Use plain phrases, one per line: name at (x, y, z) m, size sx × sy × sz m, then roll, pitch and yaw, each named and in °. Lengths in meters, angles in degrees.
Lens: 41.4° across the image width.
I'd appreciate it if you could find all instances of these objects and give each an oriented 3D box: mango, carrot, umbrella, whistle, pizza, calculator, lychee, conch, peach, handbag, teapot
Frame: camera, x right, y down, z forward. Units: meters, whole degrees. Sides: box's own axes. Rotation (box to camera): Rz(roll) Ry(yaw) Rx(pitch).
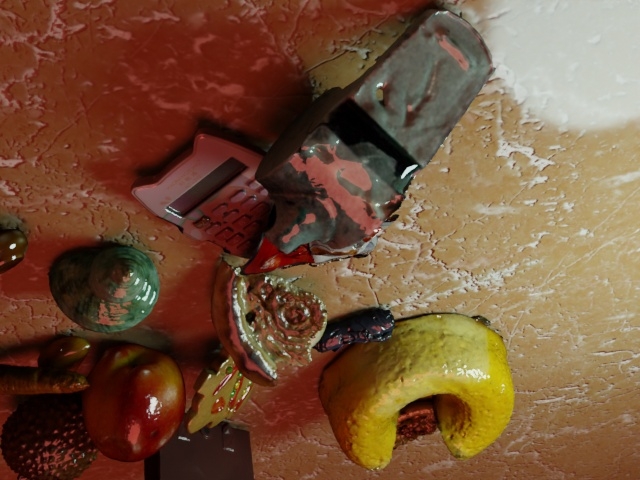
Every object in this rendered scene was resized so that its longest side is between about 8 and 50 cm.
mango at (-0.499, 0.226, 1.650) m, size 0.127 × 0.063 × 0.077 m, roll -40°, pitch 125°, yaw 23°
carrot at (-0.583, 0.266, 1.618) m, size 0.314 × 0.066 × 0.066 m, roll 2°, pitch 140°, yaw 10°
umbrella at (0.032, 0.197, 1.734) m, size 0.248 × 0.071 × 0.071 m, roll -14°, pitch 139°, yaw 6°
whistle at (0.073, -0.150, 1.229) m, size 0.168 × 0.188 × 0.405 m, roll 41°, pitch 116°, yaw -17°
pizza at (0.205, 0.454, 2.068) m, size 0.246 × 0.058 × 0.127 m, roll -20°, pitch 138°, yaw 9°
calculator at (-0.140, -0.067, 1.415) m, size 0.220 × 0.048 × 0.329 m, roll -35°, pitch 136°, yaw 23°
lychee at (-0.558, 0.414, 1.756) m, size 0.200 × 0.200 × 0.238 m, roll 24°, pitch 113°, yaw -34°
conch at (-0.372, 0.081, 1.473) m, size 0.188 × 0.122 × 0.176 m, roll -39°, pitch 108°, yaw 24°
peach at (-0.363, 0.326, 1.660) m, size 0.199 × 0.243 × 0.243 m, roll 1°, pitch 138°, yaw -20°
handbag at (-0.268, 0.523, 1.877) m, size 0.260 × 0.276 × 0.084 m, roll 22°, pitch 131°, yaw -30°
teapot at (-0.541, 0.013, 1.397) m, size 0.129 × 0.078 × 0.098 m, roll -30°, pitch 177°, yaw 41°

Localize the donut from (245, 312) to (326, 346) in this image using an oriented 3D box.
donut at (-0.071, 0.177, 1.675) m, size 0.166 × 0.065 × 0.108 m, roll -4°, pitch 115°, yaw -11°

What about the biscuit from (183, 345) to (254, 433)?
biscuit at (-0.191, 0.307, 1.752) m, size 0.212 × 0.041 × 0.238 m, roll -63°, pitch 155°, yaw -6°

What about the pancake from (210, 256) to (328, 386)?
pancake at (-0.117, 0.165, 1.594) m, size 0.257 × 0.056 × 0.212 m, roll 27°, pitch 102°, yaw -16°

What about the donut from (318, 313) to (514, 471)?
donut at (0.219, 0.339, 1.844) m, size 0.435 × 0.163 × 0.378 m, roll -4°, pitch 132°, yaw -5°

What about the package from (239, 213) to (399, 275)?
package at (0.000, 0.000, 1.478) m, size 0.269 × 0.071 × 0.194 m, roll -6°, pitch 148°, yaw -19°
